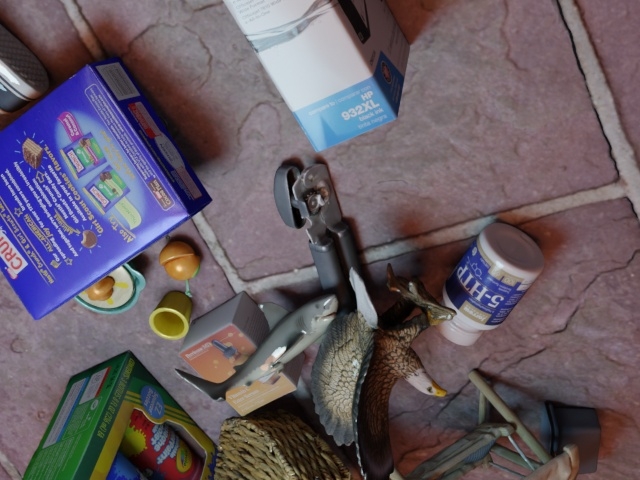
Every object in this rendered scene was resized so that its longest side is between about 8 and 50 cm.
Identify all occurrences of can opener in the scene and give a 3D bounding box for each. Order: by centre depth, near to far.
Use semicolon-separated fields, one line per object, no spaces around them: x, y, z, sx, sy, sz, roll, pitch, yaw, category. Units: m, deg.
0.000;0.000;1.857;0.095;0.076;0.283;17;135;41;can opener

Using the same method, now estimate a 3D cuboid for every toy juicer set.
-0.355;0.037;1.929;0.328;0.089;0.209;19;127;-2;toy juicer set

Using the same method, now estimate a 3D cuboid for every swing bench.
0.241;0.385;1.893;0.254;0.253;0.165;37;142;43;swing bench

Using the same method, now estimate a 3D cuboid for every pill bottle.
0.256;0.074;1.817;0.112;0.112;0.187;25;126;-7;pill bottle

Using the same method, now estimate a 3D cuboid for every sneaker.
-0.552;-0.306;1.702;0.127;0.126;0.321;-29;117;21;sneaker

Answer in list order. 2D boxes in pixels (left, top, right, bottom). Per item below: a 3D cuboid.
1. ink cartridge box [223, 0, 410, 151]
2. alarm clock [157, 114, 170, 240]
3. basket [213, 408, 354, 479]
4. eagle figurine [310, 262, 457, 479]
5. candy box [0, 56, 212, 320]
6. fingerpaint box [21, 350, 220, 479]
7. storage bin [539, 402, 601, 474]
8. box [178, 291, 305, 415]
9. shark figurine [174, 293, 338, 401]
-0.012;-0.310;1.528;0.129;0.223;0.307;-21;118;23;ink cartridge box
-0.267;-0.104;1.819;0.129;0.064;0.192;17;112;11;alarm clock
-0.024;0.412;2.016;0.223;0.299;0.214;0;105;-30;basket
0.088;0.202;1.780;0.225;0.226;0.298;37;94;22;eagle figurine
-0.369;-0.076;1.758;0.317;0.122;0.268;-32;93;19;candy box
-0.332;0.480;2.020;0.163;0.445;0.371;-26;116;25;fingerpaint box
0.429;0.349;1.996;0.091;0.098;0.135;-3;125;1;storage bin
-0.133;0.196;1.996;0.130;0.091;0.170;-31;114;29;box
-0.091;0.161;1.894;0.278;0.166;0.116;-35;74;1;shark figurine
